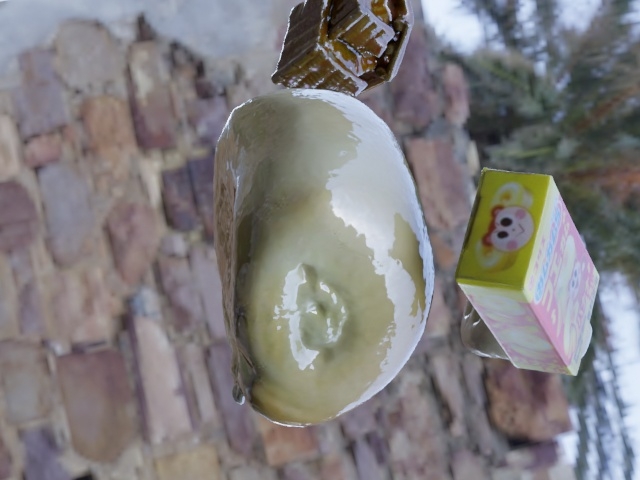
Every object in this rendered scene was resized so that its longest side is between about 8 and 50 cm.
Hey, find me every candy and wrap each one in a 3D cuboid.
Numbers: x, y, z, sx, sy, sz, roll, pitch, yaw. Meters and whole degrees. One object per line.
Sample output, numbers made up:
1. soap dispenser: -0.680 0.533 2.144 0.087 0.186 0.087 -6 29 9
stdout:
1. candy: 0.242 0.041 1.672 0.276 0.088 0.146 52 51 -55

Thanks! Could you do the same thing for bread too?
1. bread: 0.000 0.000 1.771 0.376 0.253 0.348 -111 -161 -61

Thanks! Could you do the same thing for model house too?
1. model house: 0.042 -0.346 2.561 0.199 0.229 0.219 -17 -79 38

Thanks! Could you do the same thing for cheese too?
1. cheese: 0.343 0.153 2.455 0.235 0.218 0.117 18 87 -74
